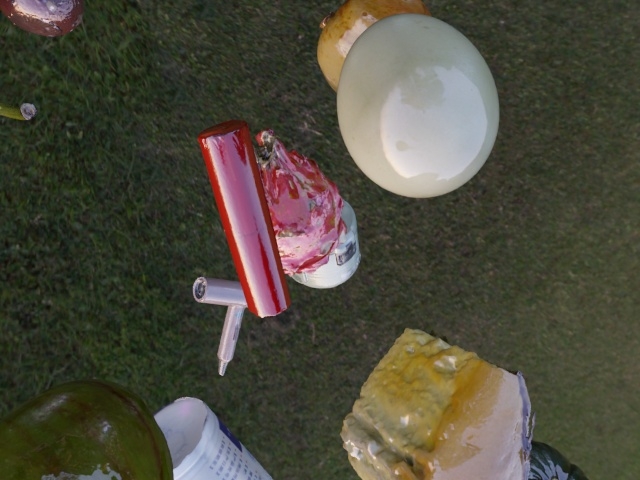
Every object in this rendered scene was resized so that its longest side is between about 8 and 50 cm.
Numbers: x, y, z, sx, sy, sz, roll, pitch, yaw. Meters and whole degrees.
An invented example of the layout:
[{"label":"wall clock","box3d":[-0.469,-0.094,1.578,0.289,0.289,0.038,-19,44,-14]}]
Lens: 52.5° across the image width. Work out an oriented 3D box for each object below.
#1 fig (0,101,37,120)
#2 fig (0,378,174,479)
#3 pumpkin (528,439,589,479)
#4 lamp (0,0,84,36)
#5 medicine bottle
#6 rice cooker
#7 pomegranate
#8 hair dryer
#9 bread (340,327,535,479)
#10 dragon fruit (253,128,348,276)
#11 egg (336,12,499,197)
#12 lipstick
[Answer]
[{"label":"fig","box3d":[-0.438,-0.163,0.749,0.236,0.124,0.124,3,115,-1]},{"label":"fig","box3d":[-0.126,0.206,0.421,0.151,0.259,0.151,-43,154,-28]},{"label":"pumpkin","box3d":[0.305,0.398,0.947,0.220,0.220,0.162,5,133,-24]},{"label":"lamp","box3d":[-0.525,-0.464,1.222,0.157,0.156,0.135,15,83,-38]},{"label":"medicine bottle","box3d":[-0.205,0.478,1.246,0.190,0.190,0.332,-34,117,-4]},{"label":"rice cooker","box3d":[0.000,0.000,1.800,0.226,0.226,0.244,-20,140,-12]},{"label":"pomegranate","box3d":[0.095,-0.341,1.132,0.215,0.215,0.215,-9,118,-18]},{"label":"hair dryer","box3d":[-0.208,0.184,1.365,0.195,0.053,0.220,14,108,-44]},{"label":"bread","box3d":[0.137,0.250,0.758,0.162,0.204,0.262,-12,108,-34]},{"label":"dragon fruit","box3d":[-0.065,-0.059,1.108,0.210,0.205,0.268,-47,140,-35]},{"label":"egg","box3d":[0.112,-0.168,0.784,0.188,0.254,0.188,-9,144,-7]},{"label":"lipstick","box3d":[-0.102,-0.026,0.899,0.073,0.073,0.280,-18,115,-13]}]
